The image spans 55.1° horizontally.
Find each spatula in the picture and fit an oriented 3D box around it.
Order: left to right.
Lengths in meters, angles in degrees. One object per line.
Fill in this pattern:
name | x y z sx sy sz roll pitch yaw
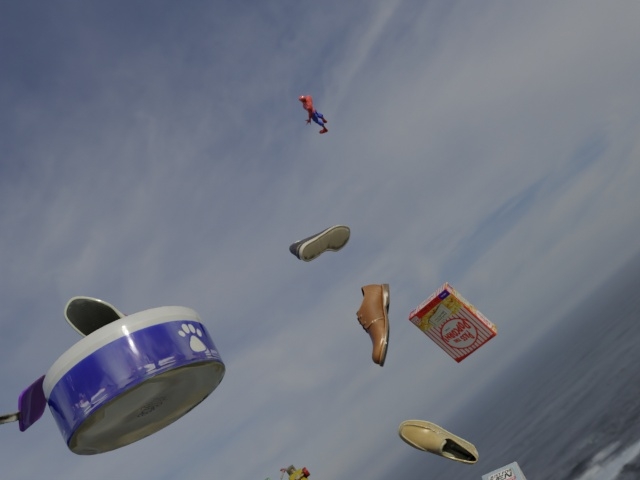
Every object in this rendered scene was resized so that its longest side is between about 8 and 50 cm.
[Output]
spatula | -0.574 0.321 1.053 0.296 0.030 0.084 -24 -59 -66

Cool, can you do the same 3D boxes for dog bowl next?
dog bowl | -0.289 0.224 0.974 0.265 0.104 0.265 -28 -24 -14

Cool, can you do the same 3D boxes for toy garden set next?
toy garden set | -0.126 0.716 1.744 0.204 0.049 0.244 -35 -3 -16

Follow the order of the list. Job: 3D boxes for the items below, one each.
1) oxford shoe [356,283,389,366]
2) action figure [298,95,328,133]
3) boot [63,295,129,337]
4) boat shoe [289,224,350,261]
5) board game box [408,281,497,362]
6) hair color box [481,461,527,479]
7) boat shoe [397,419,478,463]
oxford shoe | 0.117 0.187 1.359 0.076 0.212 0.076 1 -45 1
action figure | -0.016 -0.249 1.197 0.030 0.038 0.115 -7 -22 17
boot | -0.463 0.207 1.402 0.088 0.244 0.176 -65 10 -15
boat shoe | 0.000 0.000 1.677 0.206 0.065 0.075 -24 -62 -42
board game box | 0.365 0.228 1.694 0.147 0.193 0.045 -47 5 29
hair color box | 0.544 0.783 1.574 0.113 0.185 0.374 -29 21 12
boat shoe | 0.272 0.464 1.410 0.072 0.190 0.068 57 -132 -83
